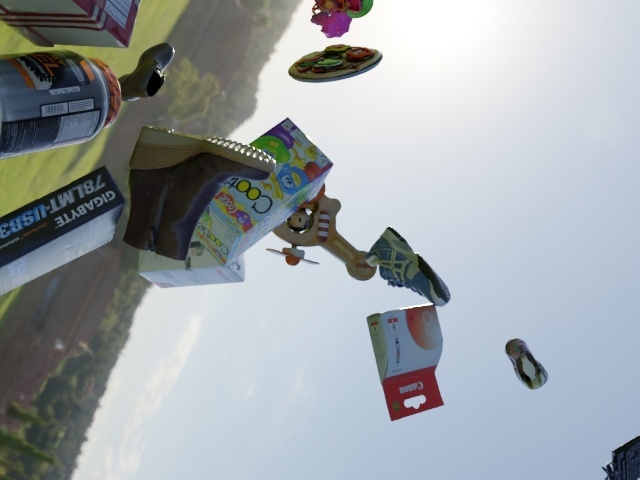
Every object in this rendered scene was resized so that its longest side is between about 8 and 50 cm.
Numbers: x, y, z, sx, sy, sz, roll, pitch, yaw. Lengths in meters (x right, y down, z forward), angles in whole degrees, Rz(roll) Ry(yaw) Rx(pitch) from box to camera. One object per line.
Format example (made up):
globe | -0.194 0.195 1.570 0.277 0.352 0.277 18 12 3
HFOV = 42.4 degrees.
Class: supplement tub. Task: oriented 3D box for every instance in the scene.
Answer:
supplement tub | -0.556 -0.271 1.613 0.316 0.193 0.194 -26 154 -55

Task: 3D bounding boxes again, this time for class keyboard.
keyboard | 0.615 0.461 1.649 0.100 0.192 0.038 -30 -133 -3

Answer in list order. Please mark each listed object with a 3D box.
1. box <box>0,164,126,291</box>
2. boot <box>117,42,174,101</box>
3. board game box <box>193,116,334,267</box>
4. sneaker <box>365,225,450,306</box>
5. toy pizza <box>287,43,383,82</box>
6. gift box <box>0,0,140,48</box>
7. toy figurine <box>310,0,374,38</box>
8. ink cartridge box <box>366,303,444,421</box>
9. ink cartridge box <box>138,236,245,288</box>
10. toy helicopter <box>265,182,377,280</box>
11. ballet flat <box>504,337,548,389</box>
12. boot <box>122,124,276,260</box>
box | -0.450 0.013 1.246 0.293 0.073 0.295 -32 -179 -22
boot | -0.408 -0.415 2.047 0.106 0.082 0.219 11 -128 35
board game box | -0.129 -0.099 1.659 0.275 0.144 0.142 -40 171 -30
sneaker | 0.160 0.062 1.502 0.081 0.080 0.211 -43 -138 1
toy pizza | 0.029 -0.374 1.704 0.201 0.201 0.032 -84 165 -60
gift box | -0.483 -0.518 1.528 0.255 0.258 0.277 48 52 -65
toy figurine | 0.030 -0.575 2.069 0.130 0.173 0.159 85 23 -48
ink cartridge box | 0.158 0.204 1.410 0.045 0.145 0.179 -26 -105 45
ink cartridge box | -0.301 0.048 1.960 0.158 0.217 0.092 60 29 -70
toy helicopter | 0.000 0.000 2.176 0.235 0.355 0.140 -57 -164 -19
ballet flat | 0.552 0.344 2.180 0.076 0.221 0.079 -30 -143 10
boot | -0.202 -0.067 1.354 0.090 0.248 0.207 -36 138 -71
